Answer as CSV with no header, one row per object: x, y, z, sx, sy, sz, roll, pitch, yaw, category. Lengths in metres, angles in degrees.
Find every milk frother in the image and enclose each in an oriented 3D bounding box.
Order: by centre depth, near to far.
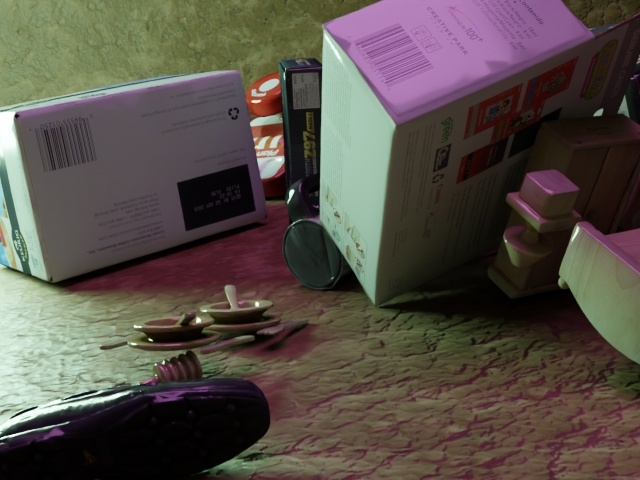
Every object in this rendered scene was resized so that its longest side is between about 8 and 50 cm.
0.000,0.000,1.226,0.134,0.129,0.143,-26,-21,-50,milk frother

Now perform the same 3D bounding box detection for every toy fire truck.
-0.032,-0.154,1.741,0.302,0.169,0.254,0,41,32,toy fire truck

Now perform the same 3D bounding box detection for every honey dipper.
-0.179,0.136,0.902,0.160,0.030,0.030,-19,17,-29,honey dipper

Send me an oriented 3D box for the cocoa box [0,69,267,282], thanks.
-0.293,-0.103,1.488,0.347,0.232,0.228,-18,16,-33,cocoa box

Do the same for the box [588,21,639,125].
0.318,-0.188,1.266,0.318,0.097,0.395,-25,16,-33,box

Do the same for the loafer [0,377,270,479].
-0.148,0.139,0.775,0.223,0.076,0.078,-13,22,0,loafer

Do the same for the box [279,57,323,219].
-0.020,-0.128,1.415,0.059,0.233,0.183,-4,14,-3,box

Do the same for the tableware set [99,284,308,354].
-0.109,0.073,1.003,0.128,0.039,0.194,-1,4,28,tableware set

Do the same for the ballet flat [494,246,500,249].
0.217,-0.023,1.237,0.206,0.073,0.067,-24,48,-38,ballet flat

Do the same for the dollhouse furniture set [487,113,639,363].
0.325,0.052,0.891,0.303,0.174,0.355,-10,40,-30,dollhouse furniture set

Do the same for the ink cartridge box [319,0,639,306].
0.145,-0.110,1.010,0.271,0.309,0.130,-24,61,-16,ink cartridge box
